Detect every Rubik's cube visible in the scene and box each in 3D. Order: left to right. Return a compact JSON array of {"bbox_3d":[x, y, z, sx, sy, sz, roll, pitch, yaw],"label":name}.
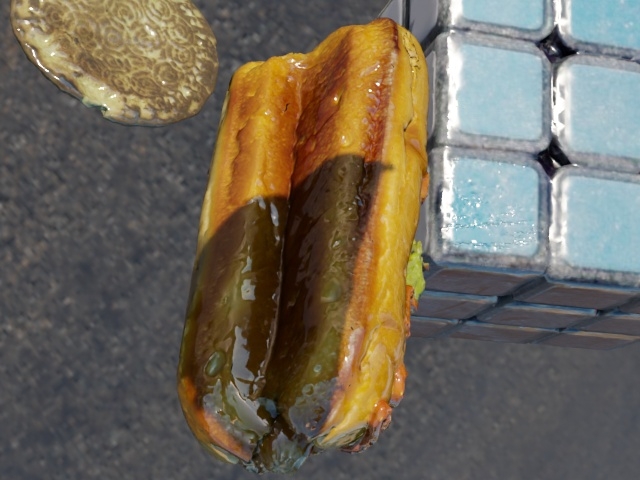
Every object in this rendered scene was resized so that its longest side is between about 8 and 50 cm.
[{"bbox_3d":[0.197,-0.074,1.257,0.305,0.304,0.301,6,76,-15],"label":"Rubik's cube"}]

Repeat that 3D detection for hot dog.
[{"bbox_3d":[0.000,0.000,0.906,0.158,0.349,0.117,-15,137,22],"label":"hot dog"}]

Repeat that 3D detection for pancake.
[{"bbox_3d":[-0.171,-0.175,1.167,0.199,0.199,0.021,-2,152,-39],"label":"pancake"}]
